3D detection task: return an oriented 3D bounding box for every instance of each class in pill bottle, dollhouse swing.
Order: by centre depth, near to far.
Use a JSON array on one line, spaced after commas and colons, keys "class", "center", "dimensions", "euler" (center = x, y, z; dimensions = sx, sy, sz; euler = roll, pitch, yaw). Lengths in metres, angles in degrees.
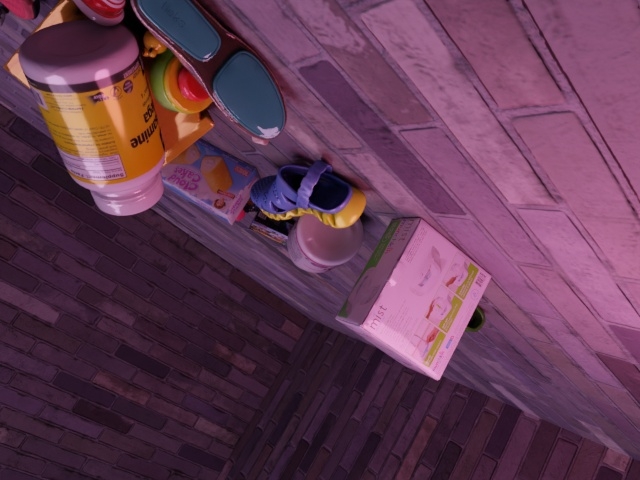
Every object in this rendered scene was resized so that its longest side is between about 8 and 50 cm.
[{"class": "pill bottle", "center": [-0.399, -0.214, 0.959], "dimensions": [0.188, 0.188, 0.333], "euler": [26, 142, 22]}, {"class": "dollhouse swing", "center": [-0.434, -0.377, 1.140], "dimensions": [0.315, 0.304, 0.347], "euler": [-30, 128, 26]}, {"class": "pill bottle", "center": [0.000, 0.000, 1.326], "dimensions": [0.160, 0.160, 0.283], "euler": [32, 167, -4]}]

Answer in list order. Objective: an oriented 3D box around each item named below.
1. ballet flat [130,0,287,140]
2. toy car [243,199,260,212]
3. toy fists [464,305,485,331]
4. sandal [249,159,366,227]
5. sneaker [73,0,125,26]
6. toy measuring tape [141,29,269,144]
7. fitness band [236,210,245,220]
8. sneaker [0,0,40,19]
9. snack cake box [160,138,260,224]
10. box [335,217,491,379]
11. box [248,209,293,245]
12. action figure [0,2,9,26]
[{"class": "ballet flat", "center": [-0.168, -0.293, 0.823], "dimensions": [0.316, 0.107, 0.106], "euler": [48, 179, -37]}, {"class": "toy car", "center": [-0.233, -0.140, 1.639], "dimensions": [0.040, 0.060, 0.122], "euler": [-99, -9, -47]}, {"class": "toy fists", "center": [0.307, 0.167, 1.399], "dimensions": [0.279, 0.096, 0.142], "euler": [34, 167, -17]}, {"class": "sandal", "center": [-0.050, -0.118, 1.128], "dimensions": [0.317, 0.126, 0.138], "euler": [6, 149, 44]}, {"class": "sneaker", "center": [-0.394, -0.451, 0.798], "dimensions": [0.221, 0.087, 0.128], "euler": [33, 151, -20]}, {"class": "toy measuring tape", "center": [-0.222, -0.259, 0.983], "dimensions": [0.121, 0.121, 0.330], "euler": [20, 163, 39]}, {"class": "fitness band", "center": [-0.355, -0.170, 1.635], "dimensions": [0.291, 0.054, 0.209], "euler": [43, 168, 3]}, {"class": "sneaker", "center": [-0.677, -0.524, 0.972], "dimensions": [0.116, 0.136, 0.314], "euler": [28, 166, 19]}, {"class": "snack cake box", "center": [-0.317, -0.176, 1.401], "dimensions": [0.264, 0.152, 0.089], "euler": [28, 166, 11]}, {"class": "box", "center": [0.202, 0.122, 1.106], "dimensions": [0.231, 0.262, 0.127], "euler": [35, 166, -19]}, {"class": "box", "center": [-0.114, -0.020, 1.684], "dimensions": [0.233, 0.044, 0.159], "euler": [25, 167, -9]}, {"class": "action figure", "center": [-0.835, -0.596, 1.145], "dimensions": [0.342, 0.178, 0.330], "euler": [-3, 162, 17]}]
